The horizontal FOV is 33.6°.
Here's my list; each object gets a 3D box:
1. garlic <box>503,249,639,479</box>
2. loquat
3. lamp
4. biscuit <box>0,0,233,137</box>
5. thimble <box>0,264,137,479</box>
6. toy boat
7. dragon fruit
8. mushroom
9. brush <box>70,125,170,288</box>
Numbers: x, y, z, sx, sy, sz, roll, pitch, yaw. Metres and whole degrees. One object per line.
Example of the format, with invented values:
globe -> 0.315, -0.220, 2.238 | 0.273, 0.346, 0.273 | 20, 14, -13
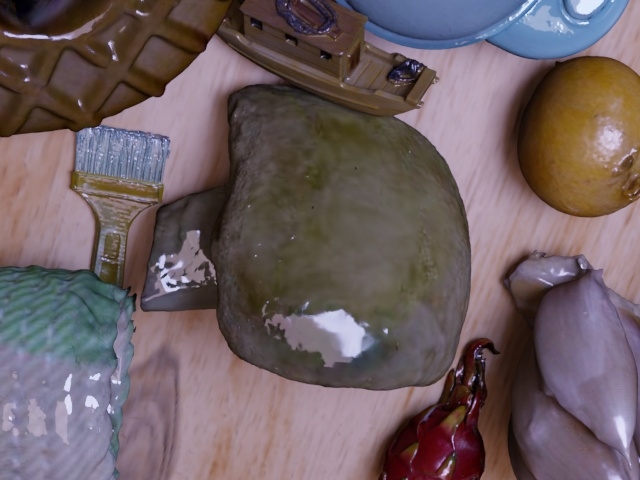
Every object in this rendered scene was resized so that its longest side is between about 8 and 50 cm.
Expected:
garlic -> 0.272, 0.154, 0.975 | 0.210, 0.292, 0.237 | -5, 148, -3
loquat -> 0.242, -0.092, 0.940 | 0.141, 0.141, 0.141 | -3, 107, -10
lamp -> 0.119, -0.249, 0.859 | 0.284, 0.147, 0.209 | 22, 107, -17
biscuit -> -0.211, -0.224, 0.770 | 0.332, 0.103, 0.332 | -14, 134, -14
thimble -> -0.232, 0.129, 0.865 | 0.150, 0.219, 0.219 | 3, 106, -4
toy boat -> 0.000, -0.160, 0.867 | 0.200, 0.077, 0.057 | 27, 65, 11
dragon fruit -> 0.130, 0.188, 1.032 | 0.094, 0.094, 0.190 | 35, 86, -19
mushroom -> 0.008, -0.006, 0.895 | 0.291, 0.212, 0.218 | 15, 105, -7
brush -> -0.188, 0.006, 0.948 | 0.082, 0.010, 0.218 | 7, 105, -14
